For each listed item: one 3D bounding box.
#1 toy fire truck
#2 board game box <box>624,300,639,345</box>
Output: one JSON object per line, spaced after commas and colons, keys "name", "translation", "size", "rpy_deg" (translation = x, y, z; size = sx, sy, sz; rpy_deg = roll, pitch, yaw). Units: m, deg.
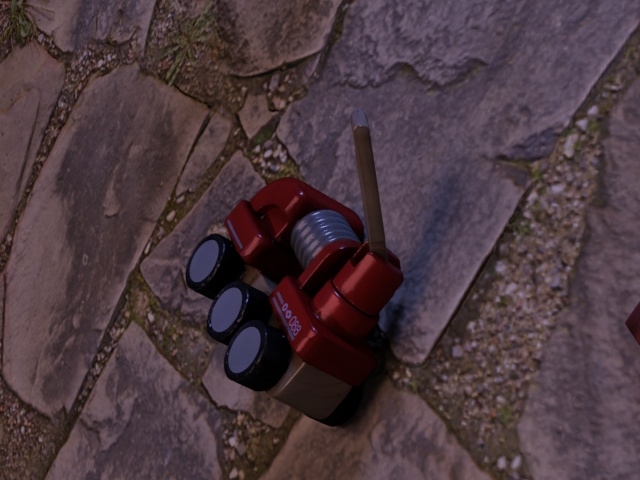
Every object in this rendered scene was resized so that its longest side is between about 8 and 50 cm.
{"name": "toy fire truck", "translation": [0.000, 0.000, 1.589], "size": [0.246, 0.158, 0.217], "rpy_deg": [-50, 34, 15]}
{"name": "board game box", "translation": [0.306, -0.010, 1.162], "size": [0.281, 0.027, 0.145], "rpy_deg": [-60, 31, 23]}
